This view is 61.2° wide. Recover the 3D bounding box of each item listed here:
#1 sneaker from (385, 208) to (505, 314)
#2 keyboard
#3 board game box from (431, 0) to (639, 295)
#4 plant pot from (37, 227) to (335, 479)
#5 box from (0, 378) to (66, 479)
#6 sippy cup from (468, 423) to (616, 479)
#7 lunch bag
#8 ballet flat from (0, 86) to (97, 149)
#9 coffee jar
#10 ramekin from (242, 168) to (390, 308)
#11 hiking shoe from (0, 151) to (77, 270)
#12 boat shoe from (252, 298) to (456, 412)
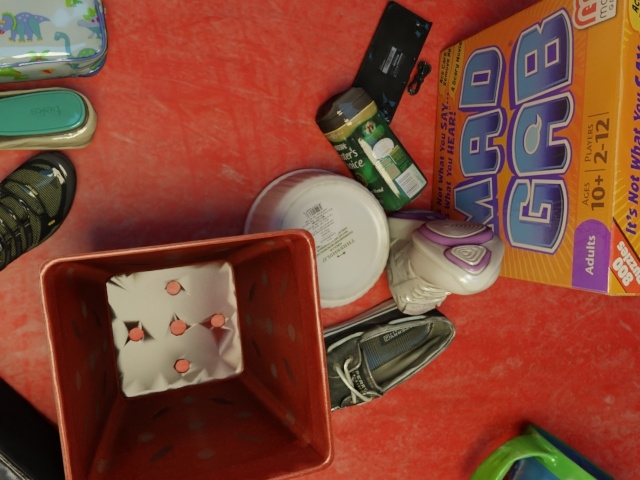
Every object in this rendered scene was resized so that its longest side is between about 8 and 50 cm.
[{"bbox_3d":[0.158,0.043,0.730,0.114,0.305,0.152,2,99,-5],"label":"sneaker"},{"bbox_3d":[0.119,-0.270,0.844,0.108,0.023,0.180,24,85,-13],"label":"keyboard"},{"bbox_3d":[0.410,-0.120,0.781,0.356,0.356,0.356,2,92,-21],"label":"board game box"},{"bbox_3d":[-0.158,0.127,0.648,0.267,0.236,0.267,-7,95,-19],"label":"plant pot"},{"bbox_3d":[-0.396,0.349,0.580,0.296,0.183,0.294,-45,96,-14],"label":"box"},{"bbox_3d":[0.386,0.466,0.889,0.305,0.240,0.224,34,92,20],"label":"sippy cup"},{"bbox_3d":[-0.366,-0.276,0.626,0.219,0.090,0.176,-13,98,-18],"label":"lunch bag"},{"bbox_3d":[-0.391,-0.135,0.631,0.248,0.086,0.086,-2,94,-15],"label":"ballet flat"},{"bbox_3d":[0.072,-0.134,0.794,0.079,0.096,0.184,-40,105,-9],"label":"coffee jar"},{"bbox_3d":[0.000,0.000,0.768,0.207,0.109,0.207,-1,94,-20],"label":"ramekin"},{"bbox_3d":[-0.369,-0.011,0.626,0.086,0.114,0.227,41,79,-18],"label":"hiking shoe"},{"bbox_3d":[0.047,0.179,0.789,0.335,0.119,0.121,-31,103,-16],"label":"boat shoe"}]
